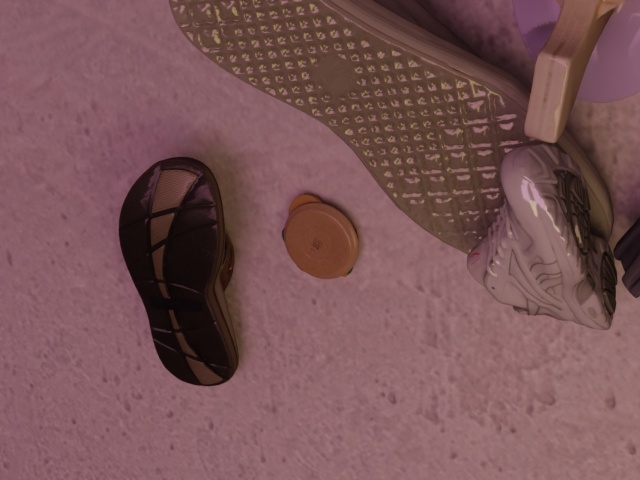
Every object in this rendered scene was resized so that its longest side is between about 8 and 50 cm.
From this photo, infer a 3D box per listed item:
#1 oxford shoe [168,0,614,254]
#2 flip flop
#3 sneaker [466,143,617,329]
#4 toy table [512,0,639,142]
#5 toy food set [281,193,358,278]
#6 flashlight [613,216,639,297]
[{"bbox_3d":[0.076,-0.133,1.187,0.449,0.130,0.169,35,126,-8],"label":"oxford shoe"},{"bbox_3d":[-0.129,0.029,1.389,0.112,0.080,0.277,6,129,19],"label":"flip flop"},{"bbox_3d":[0.169,0.008,1.121,0.115,0.090,0.232,-4,144,22],"label":"sneaker"},{"bbox_3d":[0.211,-0.222,1.054,0.252,0.161,0.274,5,114,25],"label":"toy table"},{"bbox_3d":[0.000,0.000,1.338,0.083,0.020,0.083,23,120,16],"label":"toy food set"},{"bbox_3d":[0.361,-0.063,1.082,0.103,0.103,0.304,40,124,7],"label":"flashlight"}]
